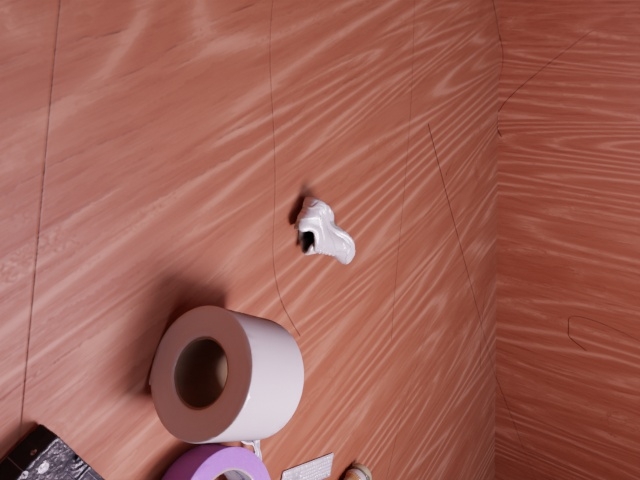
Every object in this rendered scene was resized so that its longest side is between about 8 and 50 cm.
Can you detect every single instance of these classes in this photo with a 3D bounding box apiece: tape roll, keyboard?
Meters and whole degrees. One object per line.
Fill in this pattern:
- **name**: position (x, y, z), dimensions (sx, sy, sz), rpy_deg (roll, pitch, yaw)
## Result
- **tape roll**: position (-0.223, 0.578, 1.200), dimensions (0.275, 0.090, 0.274), rpy_deg (18, 66, -50)
- **keyboard**: position (-0.037, 0.677, 1.647), dimensions (0.256, 0.014, 0.072), rpy_deg (11, 94, -56)
- **tape roll**: position (-0.176, 0.258, 1.086), dimensions (0.169, 0.246, 0.246), rpy_deg (26, 81, -55)

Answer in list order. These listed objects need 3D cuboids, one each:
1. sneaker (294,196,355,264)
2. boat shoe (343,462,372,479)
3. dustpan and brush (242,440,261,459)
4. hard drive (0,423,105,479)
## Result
- **sneaker**: position (0.000, 0.000, 1.392), dimensions (0.115, 0.090, 0.232), rpy_deg (-54, 132, -17)
- **boat shoe**: position (0.111, 0.890, 1.864), dimensions (0.103, 0.113, 0.302), rpy_deg (-21, 108, -49)
- **dustpan and brush**: position (-0.161, 0.447, 1.341), dimensions (0.147, 0.060, 0.211), rpy_deg (-16, 115, -52)
- **hard drive**: position (-0.494, 0.490, 0.882), dimensions (0.339, 0.064, 0.236), rpy_deg (-51, 139, -32)
